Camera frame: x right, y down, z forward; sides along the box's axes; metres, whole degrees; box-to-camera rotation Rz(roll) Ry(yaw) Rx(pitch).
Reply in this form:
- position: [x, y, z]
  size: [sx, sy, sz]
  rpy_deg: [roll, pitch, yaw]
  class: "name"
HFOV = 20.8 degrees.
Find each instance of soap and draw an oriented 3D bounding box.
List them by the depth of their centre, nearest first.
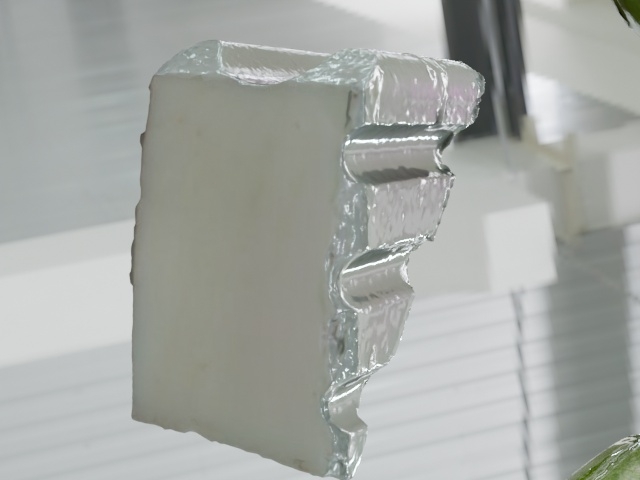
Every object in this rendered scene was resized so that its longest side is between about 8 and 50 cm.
- position: [0.000, 0.000, 1.157]
  size: [0.302, 0.159, 0.257]
  rpy_deg: [-13, 106, -69]
  class: "soap"

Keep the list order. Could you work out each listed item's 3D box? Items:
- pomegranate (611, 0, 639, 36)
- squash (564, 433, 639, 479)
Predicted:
- position: [0.280, -0.185, 0.870]
  size: [0.231, 0.286, 0.231]
  rpy_deg: [179, -90, -78]
  class: "pomegranate"
- position: [0.116, 0.165, 0.864]
  size: [0.069, 0.239, 0.069]
  rpy_deg: [28, -47, 35]
  class: "squash"
